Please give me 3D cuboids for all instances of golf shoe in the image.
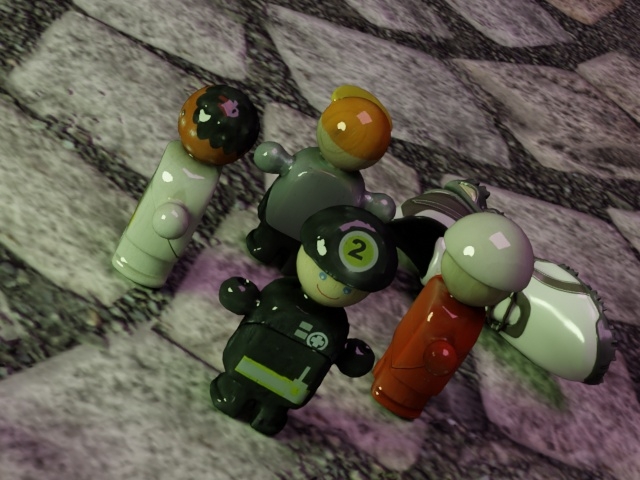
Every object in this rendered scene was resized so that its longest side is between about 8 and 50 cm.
[{"bbox_3d":[0.118,0.037,1.371,0.094,0.077,0.198,-11,42,-40],"label":"golf shoe"}]

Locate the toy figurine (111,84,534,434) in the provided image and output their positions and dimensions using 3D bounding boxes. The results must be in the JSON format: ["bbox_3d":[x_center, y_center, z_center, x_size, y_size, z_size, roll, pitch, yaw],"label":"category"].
[{"bbox_3d":[0.000,0.000,1.207,0.213,0.148,0.209,1,40,-46],"label":"toy figurine"}]
